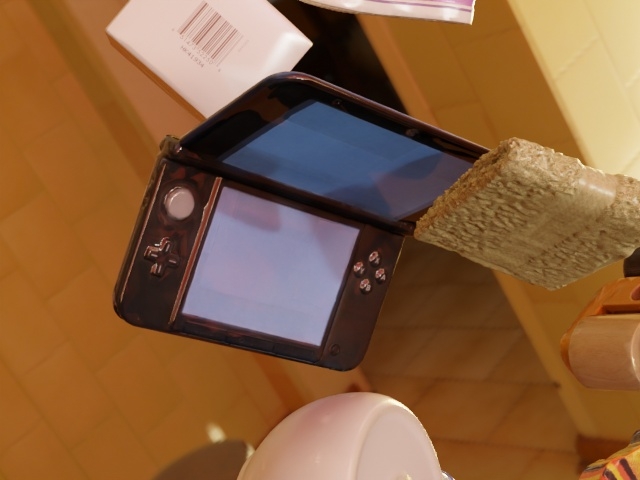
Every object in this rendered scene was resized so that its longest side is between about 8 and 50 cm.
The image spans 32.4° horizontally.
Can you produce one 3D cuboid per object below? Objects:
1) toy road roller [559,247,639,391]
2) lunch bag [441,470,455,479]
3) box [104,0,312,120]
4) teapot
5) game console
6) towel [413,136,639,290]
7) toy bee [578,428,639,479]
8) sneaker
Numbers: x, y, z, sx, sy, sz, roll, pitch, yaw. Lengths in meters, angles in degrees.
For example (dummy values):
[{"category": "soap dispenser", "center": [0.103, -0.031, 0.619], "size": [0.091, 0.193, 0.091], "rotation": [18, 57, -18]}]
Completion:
[{"category": "toy road roller", "center": [0.557, 0.153, 1.693], "size": [0.329, 0.241, 0.202], "rotation": [-42, 17, -27]}, {"category": "lunch bag", "center": [0.084, 0.351, 1.221], "size": [0.219, 0.090, 0.176], "rotation": [-2, 43, -34]}, {"category": "box", "center": [-0.167, -0.278, 1.549], "size": [0.168, 0.215, 0.345], "rotation": [-50, 12, 0]}, {"category": "teapot", "center": [0.000, 0.267, 1.063], "size": [0.187, 0.256, 0.253], "rotation": [-12, 65, 29]}, {"category": "game console", "center": [0.000, 0.000, 0.998], "size": [0.173, 0.293, 0.250], "rotation": [21, 93, 55]}, {"category": "towel", "center": [0.123, -0.012, 0.631], "size": [0.148, 0.110, 0.027], "rotation": [130, 157, -67]}, {"category": "toy bee", "center": [0.488, 0.336, 1.659], "size": [0.195, 0.162, 0.298], "rotation": [-24, -19, 34]}, {"category": "sneaker", "center": [0.096, -0.411, 1.627], "size": [0.282, 0.161, 0.102], "rotation": [1, 13, -16]}]
